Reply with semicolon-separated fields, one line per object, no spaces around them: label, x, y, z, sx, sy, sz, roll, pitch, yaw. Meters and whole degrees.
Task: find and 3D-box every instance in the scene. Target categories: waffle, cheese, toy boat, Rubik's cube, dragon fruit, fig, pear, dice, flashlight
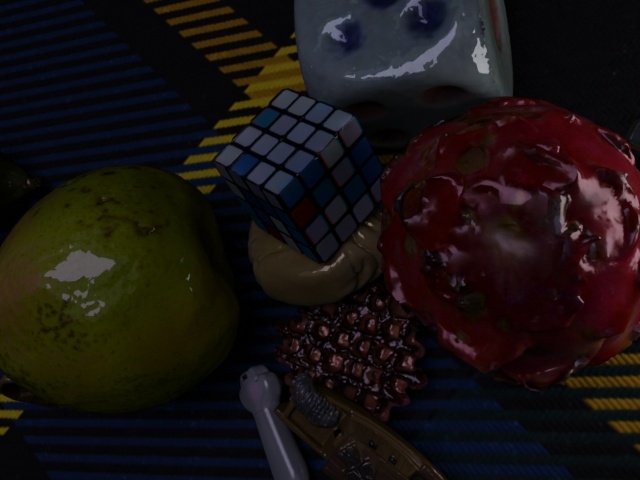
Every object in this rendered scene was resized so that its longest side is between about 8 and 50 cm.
waffle;0.046;0.170;1.153;0.234;0.055;0.221;-33;69;18
cheese;0.000;0.000;1.161;0.225;0.117;0.214;-17;44;16
toy boat;0.076;0.302;1.052;0.321;0.121;0.089;38;101;7
Rubik's cube;-0.023;-0.090;1.063;0.155;0.151;0.154;-47;47;-15
dragon fruit;0.255;0.011;0.968;0.370;0.249;0.387;-5;97;5
toy boat;-0.454;0.227;1.298;0.116;0.188;0.061;-18;63;18
fig;-0.648;-0.095;1.474;0.244;0.195;0.196;5;78;-11
pear;-0.315;0.079;1.170;0.390;0.391;0.391;-5;76;22
dice;0.126;-0.295;1.129;0.262;0.268;0.265;-8;76;22
flashlight;-0.067;0.287;1.187;0.093;0.047;0.201;-42;65;47

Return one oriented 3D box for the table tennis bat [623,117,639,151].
table tennis bat;0.515;-0.062;0.976;0.301;0.022;0.173;29;88;-1

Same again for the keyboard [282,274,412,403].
keyboard;0.046;0.174;1.190;0.106;0.016;0.262;36;94;26
